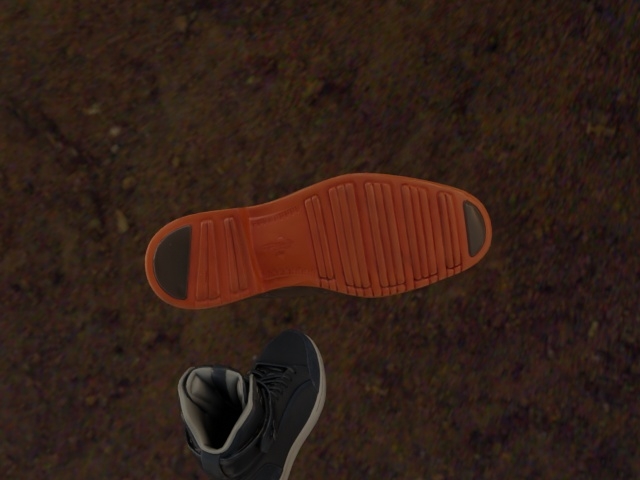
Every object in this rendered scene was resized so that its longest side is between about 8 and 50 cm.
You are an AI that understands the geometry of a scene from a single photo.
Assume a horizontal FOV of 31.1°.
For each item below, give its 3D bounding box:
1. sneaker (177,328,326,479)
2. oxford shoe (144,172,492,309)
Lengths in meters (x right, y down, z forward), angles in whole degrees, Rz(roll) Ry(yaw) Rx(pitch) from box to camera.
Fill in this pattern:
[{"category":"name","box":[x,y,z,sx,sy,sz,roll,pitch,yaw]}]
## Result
[{"category":"sneaker","box":[-0.063,0.143,1.124,0.086,0.226,0.163,0,137,20]},{"category":"oxford shoe","box":[0.000,0.000,1.244,0.363,0.133,0.130,-4,88,3]}]
